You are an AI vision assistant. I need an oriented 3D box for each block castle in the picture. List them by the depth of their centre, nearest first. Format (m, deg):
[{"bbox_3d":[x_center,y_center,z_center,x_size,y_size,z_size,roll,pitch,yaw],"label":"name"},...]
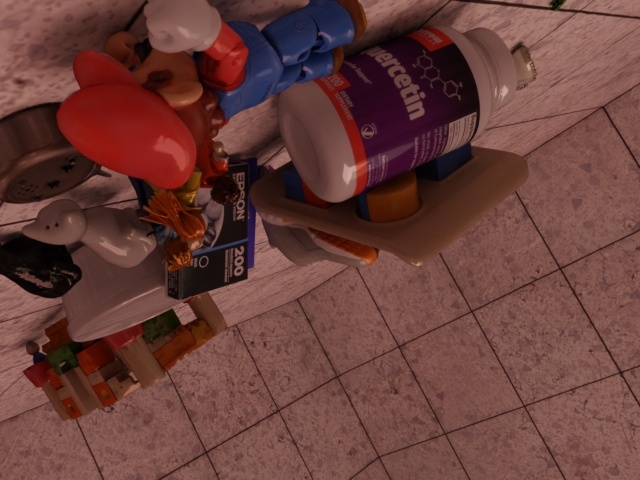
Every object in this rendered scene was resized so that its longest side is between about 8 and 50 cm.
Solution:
[{"bbox_3d":[-0.470,0.228,1.641,0.453,0.212,0.303,-26,-174,40],"label":"block castle"}]

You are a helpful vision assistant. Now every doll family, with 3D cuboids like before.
[{"bbox_3d":[-0.200,-0.050,0.922,0.118,0.163,0.263,-23,170,-31],"label":"doll family"}]

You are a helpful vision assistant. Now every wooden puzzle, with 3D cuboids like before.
[{"bbox_3d":[0.105,-0.111,1.131,0.348,0.080,0.322,23,-136,38],"label":"wooden puzzle"}]

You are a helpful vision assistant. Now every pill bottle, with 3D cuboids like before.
[{"bbox_3d":[0.113,-0.192,1.005,0.323,0.181,0.181,-26,172,-17],"label":"pill bottle"}]

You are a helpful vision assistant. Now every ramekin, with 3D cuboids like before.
[{"bbox_3d":[-0.332,0.065,1.244,0.273,0.127,0.273,-27,172,-4],"label":"ramekin"}]

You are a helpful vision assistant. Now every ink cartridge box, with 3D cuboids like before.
[{"bbox_3d":[-0.164,-0.024,1.154,0.045,0.206,0.208,15,-159,35],"label":"ink cartridge box"}]

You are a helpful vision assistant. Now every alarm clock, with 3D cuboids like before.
[{"bbox_3d":[-0.308,-0.085,0.739,0.129,0.064,0.192,-34,167,37],"label":"alarm clock"}]

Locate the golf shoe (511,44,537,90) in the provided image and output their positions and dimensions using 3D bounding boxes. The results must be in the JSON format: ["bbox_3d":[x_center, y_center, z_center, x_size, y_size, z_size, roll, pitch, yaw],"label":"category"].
[{"bbox_3d":[0.382,-0.333,1.427,0.086,0.069,0.176,-22,171,1],"label":"golf shoe"}]

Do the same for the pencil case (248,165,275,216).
[{"bbox_3d":[-0.144,-0.074,1.303,0.152,0.064,0.070,-32,-151,23],"label":"pencil case"}]

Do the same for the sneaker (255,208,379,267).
[{"bbox_3d":[0.000,0.000,1.171,0.099,0.121,0.262,-31,-141,-30],"label":"sneaker"}]

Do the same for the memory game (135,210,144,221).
[{"bbox_3d":[-0.282,-0.041,1.245,0.186,0.012,0.186,-26,172,-4],"label":"memory game"}]

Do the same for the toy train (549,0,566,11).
[{"bbox_3d":[0.415,-0.415,1.188,0.024,0.017,0.083,-35,175,-20],"label":"toy train"}]

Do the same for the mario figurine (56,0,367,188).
[{"bbox_3d":[-0.114,-0.184,0.684,0.321,0.170,0.198,-35,140,-31],"label":"mario figurine"}]

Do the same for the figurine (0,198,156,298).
[{"bbox_3d":[-0.365,0.007,0.961,0.215,0.092,0.209,-21,168,13],"label":"figurine"}]
